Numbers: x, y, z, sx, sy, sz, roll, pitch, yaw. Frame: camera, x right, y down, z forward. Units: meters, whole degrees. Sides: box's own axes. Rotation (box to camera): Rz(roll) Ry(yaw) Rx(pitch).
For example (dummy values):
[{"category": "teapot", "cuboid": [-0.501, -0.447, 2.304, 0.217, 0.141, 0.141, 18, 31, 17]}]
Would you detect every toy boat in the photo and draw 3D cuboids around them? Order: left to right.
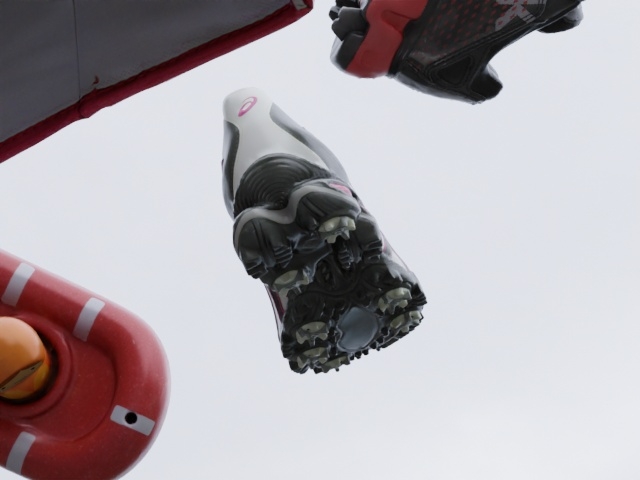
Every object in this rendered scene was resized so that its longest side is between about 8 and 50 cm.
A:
[{"category": "toy boat", "cuboid": [-0.225, 0.093, 1.307, 0.231, 0.151, 0.151, 24, -7, 4]}]

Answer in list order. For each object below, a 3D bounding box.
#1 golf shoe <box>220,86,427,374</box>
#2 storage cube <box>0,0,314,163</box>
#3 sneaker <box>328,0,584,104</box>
[{"category": "golf shoe", "cuboid": [0.000, 0.000, 1.175, 0.105, 0.120, 0.273, -22, -28, -1]}, {"category": "storage cube", "cuboid": [-0.132, -0.158, 0.562, 0.183, 0.193, 0.215, -24, -39, 19]}, {"category": "sneaker", "cuboid": [0.118, -0.200, 1.053, 0.135, 0.097, 0.276, 27, -74, -8]}]
